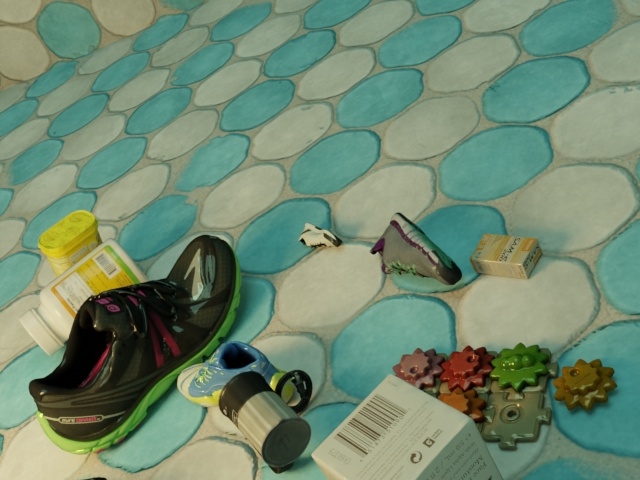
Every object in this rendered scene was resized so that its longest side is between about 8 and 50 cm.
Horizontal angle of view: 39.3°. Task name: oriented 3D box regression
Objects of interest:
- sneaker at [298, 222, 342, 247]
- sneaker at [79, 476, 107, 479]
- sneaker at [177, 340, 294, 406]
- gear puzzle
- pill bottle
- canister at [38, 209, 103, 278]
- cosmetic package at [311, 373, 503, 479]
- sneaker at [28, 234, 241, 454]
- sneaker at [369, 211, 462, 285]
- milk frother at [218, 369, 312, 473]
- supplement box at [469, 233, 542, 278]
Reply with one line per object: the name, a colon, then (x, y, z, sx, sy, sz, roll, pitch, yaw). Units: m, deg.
sneaker: (0.000, 0.000, 1.719, 0.109, 0.040, 0.043, 19, 73, 52)
sneaker: (-0.293, 0.437, 1.303, 0.276, 0.097, 0.135, 34, 28, 33)
sneaker: (-0.159, 0.209, 1.482, 0.240, 0.126, 0.091, -3, 42, 33)
gear puzzle: (0.240, 0.209, 1.259, 0.339, 0.044, 0.175, -7, 40, 30)
pill bottle: (-0.481, 0.119, 1.827, 0.246, 0.136, 0.136, -39, 35, -14)
canister: (-0.514, 0.039, 1.909, 0.073, 0.169, 0.126, 25, 52, 32)
cosmetic package: (0.117, 0.298, 1.111, 0.151, 0.183, 0.151, -43, 36, -19)
sneaker: (-0.317, 0.155, 1.600, 0.185, 0.202, 0.482, 8, 50, 42)
sneaker: (0.160, 0.039, 1.530, 0.098, 0.083, 0.223, -50, 29, 8)
milk frother: (-0.053, 0.258, 1.344, 0.143, 0.129, 0.135, -38, 41, -14)
supplement box: (0.301, 0.025, 1.458, 0.098, 0.036, 0.062, 6, 48, 41)
